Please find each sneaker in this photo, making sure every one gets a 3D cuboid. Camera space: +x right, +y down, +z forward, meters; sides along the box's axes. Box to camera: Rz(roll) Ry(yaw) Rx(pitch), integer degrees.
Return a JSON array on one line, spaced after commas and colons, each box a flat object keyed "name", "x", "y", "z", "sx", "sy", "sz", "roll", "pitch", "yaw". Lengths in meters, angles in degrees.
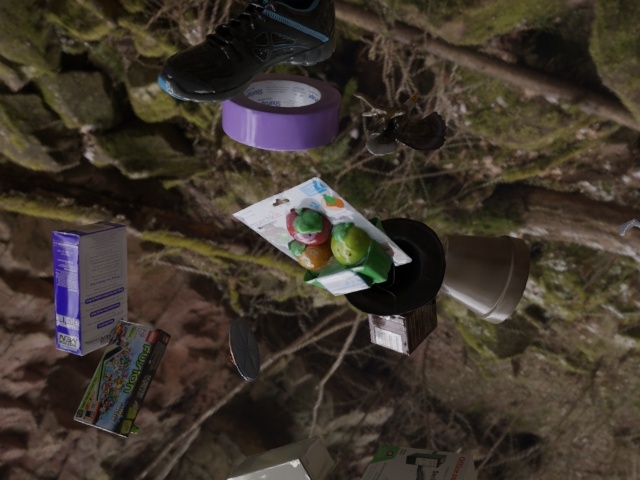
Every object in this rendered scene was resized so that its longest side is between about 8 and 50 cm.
[{"name": "sneaker", "x": -0.120, "y": -0.341, "z": 1.061, "sx": 0.125, "sy": 0.341, "sz": 0.139, "roll": 44, "pitch": 150, "yaw": 27}]

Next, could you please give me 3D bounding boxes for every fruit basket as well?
[{"name": "fruit basket", "x": 0.000, "y": 0.000, "z": 1.607, "sx": 0.353, "sy": 0.165, "sz": 0.327, "roll": 34, "pitch": 145, "yaw": -33}]

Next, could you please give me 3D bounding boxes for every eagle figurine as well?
[{"name": "eagle figurine", "x": 0.267, "y": -0.384, "z": 2.102, "sx": 0.298, "sy": 0.225, "sz": 0.226, "roll": 15, "pitch": -127, "yaw": -62}]

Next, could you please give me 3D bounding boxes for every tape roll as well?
[{"name": "tape roll", "x": -0.091, "y": -0.305, "z": 1.494, "sx": 0.275, "sy": 0.090, "sz": 0.274, "roll": 3, "pitch": -148, "yaw": -2}]

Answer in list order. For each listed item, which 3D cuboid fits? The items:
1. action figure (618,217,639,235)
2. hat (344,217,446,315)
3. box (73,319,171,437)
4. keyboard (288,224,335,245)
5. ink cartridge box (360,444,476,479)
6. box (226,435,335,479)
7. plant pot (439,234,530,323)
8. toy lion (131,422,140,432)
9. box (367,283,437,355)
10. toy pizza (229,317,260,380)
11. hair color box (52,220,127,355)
[{"name": "action figure", "x": 0.980, "y": 0.023, "z": 1.598, "sx": 0.341, "sy": 0.330, "sz": 0.178, "roll": -114, "pitch": 17, "yaw": -52}, {"name": "hat", "x": 0.210, "y": 0.074, "z": 1.967, "sx": 0.331, "sy": 0.331, "sz": 0.134, "roll": 37, "pitch": -176, "yaw": -10}, {"name": "box", "x": -0.381, "y": 0.262, "z": 1.238, "sx": 0.114, "sy": 0.207, "sz": 0.036, "roll": 7, "pitch": 155, "yaw": 26}, {"name": "keyboard", "x": -0.014, "y": -0.029, "z": 1.934, "sx": 0.014, "sy": 0.256, "sz": 0.072, "roll": -94, "pitch": -5, "yaw": -70}, {"name": "ink cartridge box", "x": 0.283, "y": 0.701, "z": 1.826, "sx": 0.289, "sy": 0.121, "sz": 0.211, "roll": -3, "pitch": -164, "yaw": 25}, {"name": "box", "x": -0.106, "y": 0.607, "z": 1.682, "sx": 0.094, "sy": 0.275, "sz": 0.113, "roll": 61, "pitch": -145, "yaw": -3}, {"name": "plant pot", "x": 0.545, "y": 0.107, "z": 2.298, "sx": 0.280, "sy": 0.323, "sz": 0.323, "roll": 17, "pitch": -170, "yaw": -9}, {"name": "toy lion", "x": -0.642, "y": 0.604, "z": 2.086, "sx": 0.100, "sy": 0.034, "sz": 0.096, "roll": 23, "pitch": 168, "yaw": -8}, {"name": "box", "x": 0.292, "y": 0.268, "z": 2.276, "sx": 0.168, "sy": 0.203, "sz": 0.167, "roll": 13, "pitch": 125, "yaw": 37}, {"name": "toy pizza", "x": -0.244, "y": 0.343, "z": 2.006, "sx": 0.201, "sy": 0.032, "sz": 0.201, "roll": -18, "pitch": -90, "yaw": -76}, {"name": "hair color box", "x": -0.641, "y": 0.128, "z": 1.794, "sx": 0.110, "sy": 0.338, "sz": 0.185, "roll": 8, "pitch": -167, "yaw": 24}]
